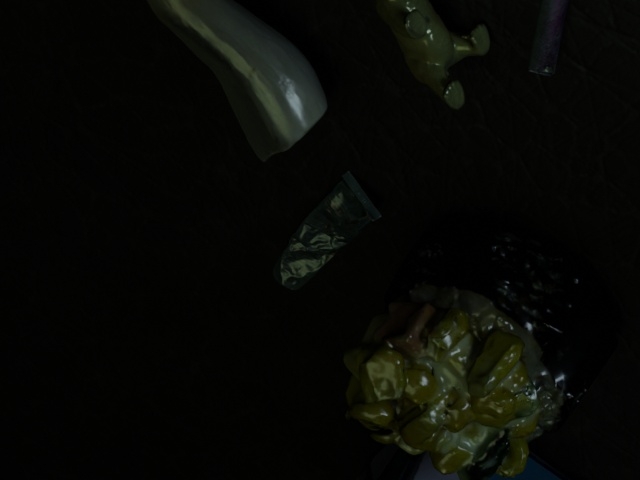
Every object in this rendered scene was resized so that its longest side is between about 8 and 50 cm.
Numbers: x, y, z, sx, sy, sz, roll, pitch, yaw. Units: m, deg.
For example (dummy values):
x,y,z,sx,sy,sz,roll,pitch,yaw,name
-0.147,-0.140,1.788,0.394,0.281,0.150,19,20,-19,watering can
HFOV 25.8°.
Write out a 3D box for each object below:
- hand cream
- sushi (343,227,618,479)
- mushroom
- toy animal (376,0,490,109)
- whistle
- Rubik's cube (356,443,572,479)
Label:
x,y,z,sx,sy,sz,roll,pitch,yaw,name
0.000,0.001,2.020,0.075,0.052,0.248,36,138,-6,hand cream
0.205,0.179,1.898,0.329,0.285,0.328,27,138,4,sushi
-0.122,-0.247,1.806,0.159,0.122,0.328,-25,114,33,mushroom
0.114,-0.268,1.682,0.101,0.103,0.218,14,146,54,toy animal
0.269,-0.264,1.623,0.033,0.033,0.176,18,136,15,whistle
0.191,0.469,2.172,0.305,0.310,0.307,35,139,1,Rubik's cube
